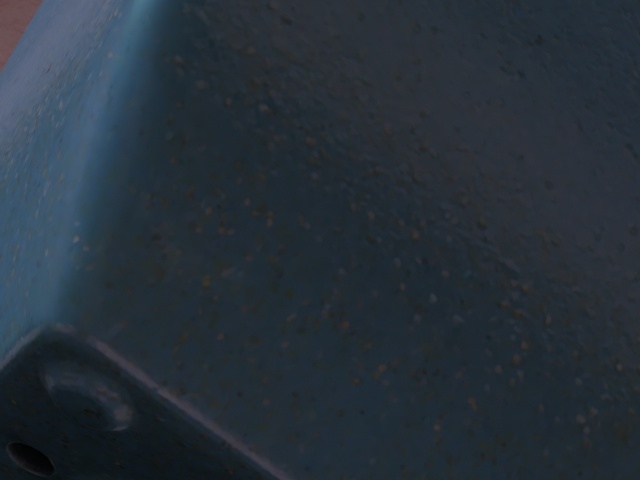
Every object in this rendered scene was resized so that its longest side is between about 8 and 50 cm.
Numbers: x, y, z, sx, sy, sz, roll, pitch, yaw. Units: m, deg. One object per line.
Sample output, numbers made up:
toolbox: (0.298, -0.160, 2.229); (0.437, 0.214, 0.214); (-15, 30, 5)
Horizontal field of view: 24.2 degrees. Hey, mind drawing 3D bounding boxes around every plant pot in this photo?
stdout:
plant pot: (0.000, 0.000, 0.494); (0.248, 0.247, 0.252); (-36, 20, 50)
